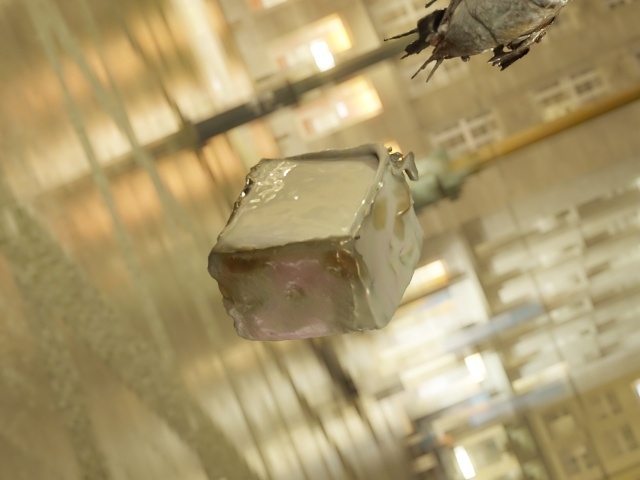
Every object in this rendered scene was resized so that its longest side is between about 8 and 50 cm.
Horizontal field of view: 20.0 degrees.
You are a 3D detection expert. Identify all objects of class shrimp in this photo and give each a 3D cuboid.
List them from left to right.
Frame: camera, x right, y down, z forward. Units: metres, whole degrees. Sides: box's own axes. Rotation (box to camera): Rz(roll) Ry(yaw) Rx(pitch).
[{"bbox_3d":[0.205,-0.279,2.149,0.116,0.343,0.145,42,51,-19],"label":"shrimp"}]

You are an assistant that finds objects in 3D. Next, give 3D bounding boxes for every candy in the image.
[{"bbox_3d":[0.000,0.000,1.850,0.137,0.195,0.185,64,33,-32],"label":"candy"}]
